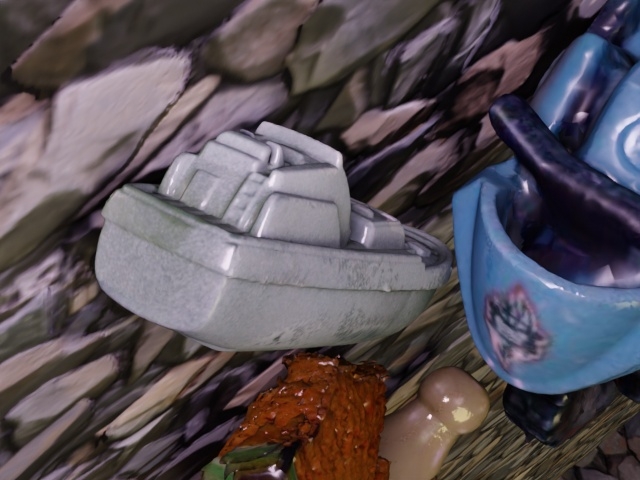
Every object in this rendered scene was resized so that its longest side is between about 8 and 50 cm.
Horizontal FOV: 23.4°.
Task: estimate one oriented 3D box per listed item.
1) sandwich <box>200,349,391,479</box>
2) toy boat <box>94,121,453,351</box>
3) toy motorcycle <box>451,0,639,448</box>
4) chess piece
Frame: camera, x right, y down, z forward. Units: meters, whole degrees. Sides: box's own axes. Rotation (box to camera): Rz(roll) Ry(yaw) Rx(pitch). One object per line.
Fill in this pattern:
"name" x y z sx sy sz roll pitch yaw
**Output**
"sandwich" -0.014 0.147 0.925 0.235 0.079 0.159 23 70 -70
"toy boat" 0.000 0.000 0.649 0.260 0.078 0.085 5 108 -66
"toy motorcycle" 0.195 -0.069 0.733 0.416 0.172 0.232 -58 157 12
"chess piece" 0.008 0.213 1.170 0.307 0.124 0.139 -47 121 3
